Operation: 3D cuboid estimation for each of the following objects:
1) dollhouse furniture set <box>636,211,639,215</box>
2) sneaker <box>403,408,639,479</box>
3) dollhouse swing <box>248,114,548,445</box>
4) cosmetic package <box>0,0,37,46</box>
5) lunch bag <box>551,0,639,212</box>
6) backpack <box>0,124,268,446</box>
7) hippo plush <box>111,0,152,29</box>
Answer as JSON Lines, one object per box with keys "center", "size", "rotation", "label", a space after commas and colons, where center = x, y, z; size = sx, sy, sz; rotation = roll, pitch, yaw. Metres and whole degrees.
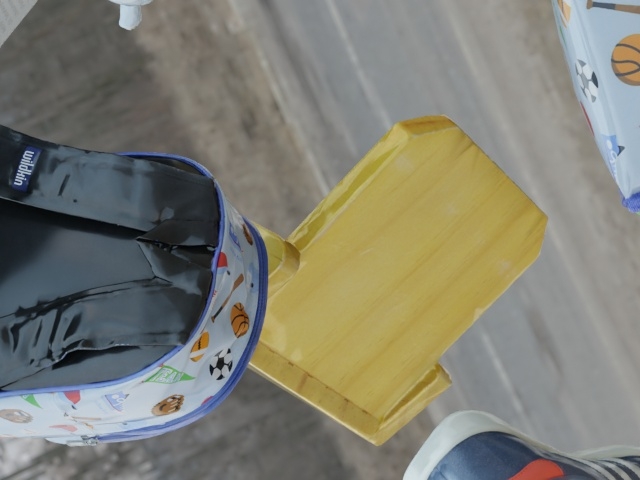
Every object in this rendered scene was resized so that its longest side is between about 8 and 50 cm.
{"center": [0.595, -0.075, 2.315], "size": [0.301, 0.151, 0.197], "rotation": [36, 143, 34], "label": "dollhouse furniture set"}
{"center": [0.225, 0.244, 1.392], "size": [0.350, 0.131, 0.148], "rotation": [16, -160, -40], "label": "sneaker"}
{"center": [0.000, 0.000, 1.779], "size": [0.315, 0.305, 0.347], "rotation": [28, 174, 40], "label": "dollhouse swing"}
{"center": [-0.409, -0.196, 1.425], "size": [0.230, 0.453, 0.161], "rotation": [34, 171, 8], "label": "cosmetic package"}
{"center": [0.377, -0.232, 1.847], "size": [0.385, 0.239, 0.327], "rotation": [-54, -51, -80], "label": "lunch bag"}
{"center": [-0.176, 0.051, 1.419], "size": [0.213, 0.263, 0.276], "rotation": [39, -128, -52], "label": "backpack"}
{"center": [-0.233, -0.364, 1.760], "size": [0.236, 0.294, 0.234], "rotation": [34, 139, 12], "label": "hippo plush"}
